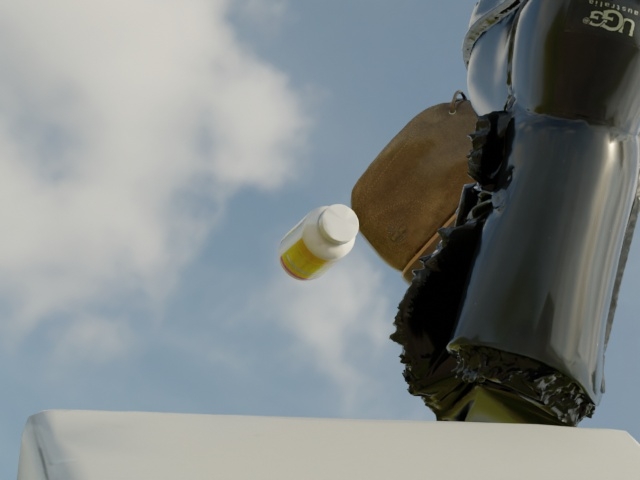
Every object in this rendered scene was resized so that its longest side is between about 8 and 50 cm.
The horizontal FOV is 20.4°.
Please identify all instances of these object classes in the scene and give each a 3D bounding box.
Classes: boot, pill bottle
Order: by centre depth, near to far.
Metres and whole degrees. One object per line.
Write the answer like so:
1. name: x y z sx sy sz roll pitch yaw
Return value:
1. boot: 0.091 -0.012 0.799 0.094 0.207 0.246 17 -11 0
2. pill bottle: 0.000 0.000 1.377 0.043 0.043 0.083 36 -28 -7
3. boot: 0.149 -0.101 1.544 0.115 0.305 0.112 43 -6 9

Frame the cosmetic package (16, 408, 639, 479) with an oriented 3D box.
1. cosmetic package: 0.019 0.174 0.289 0.138 0.224 0.224 3 -72 -20
